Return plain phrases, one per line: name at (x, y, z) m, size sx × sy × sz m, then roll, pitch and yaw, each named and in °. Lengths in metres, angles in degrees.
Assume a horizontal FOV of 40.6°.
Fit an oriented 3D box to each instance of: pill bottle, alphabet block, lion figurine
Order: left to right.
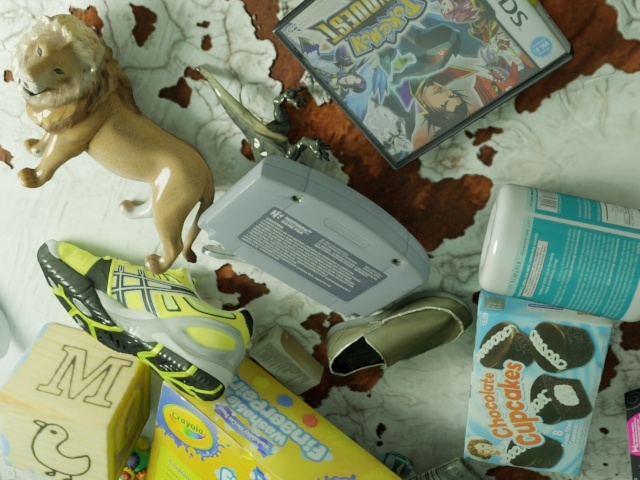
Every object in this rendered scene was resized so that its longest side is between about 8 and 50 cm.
alphabet block at (-0.416, 0.285, 1.487) m, size 0.197 × 0.193 × 0.192 m, roll 13°, pitch 129°, yaw 5°
lion figurine at (-0.267, -0.127, 1.200) m, size 0.392 × 0.142 × 0.240 m, roll 33°, pitch 121°, yaw -28°
pill bottle at (0.346, 0.021, 1.114) m, size 0.264 × 0.146 × 0.146 m, roll 13°, pitch 128°, yaw 7°

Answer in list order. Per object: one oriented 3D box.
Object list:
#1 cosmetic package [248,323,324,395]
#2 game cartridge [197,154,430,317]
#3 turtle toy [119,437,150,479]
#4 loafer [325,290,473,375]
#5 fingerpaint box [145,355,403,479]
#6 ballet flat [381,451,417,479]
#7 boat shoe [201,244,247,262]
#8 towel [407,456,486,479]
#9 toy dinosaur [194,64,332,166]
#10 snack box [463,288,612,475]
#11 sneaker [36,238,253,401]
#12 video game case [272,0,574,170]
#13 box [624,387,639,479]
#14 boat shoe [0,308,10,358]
cosmetic package at (-0.055, 0.197, 1.418) m, size 0.060 × 0.041 × 0.115 m, roll -32°, pitch 112°, yaw 32°
game cartridge at (0.000, 0.000, 1.207) m, size 0.294 × 0.060 × 0.196 m, roll 32°, pitch 141°, yaw -23°
turtle toy at (-0.371, 0.416, 1.649) m, size 0.095 × 0.066 × 0.130 m, roll -17°, pitch 120°, yaw 25°
loafer at (0.115, 0.154, 1.311) m, size 0.251 × 0.087 × 0.094 m, roll -24°, pitch 116°, yaw 29°
fingerpaint box at (-0.075, 0.449, 1.410) m, size 0.445 × 0.163 × 0.371 m, roll 33°, pitch 128°, yaw 25°
ballet flat at (0.148, 0.455, 1.534) m, size 0.070 × 0.070 × 0.188 m, roll 0°, pitch 127°, yaw 15°
boat shoe at (-0.132, 0.011, 1.312) m, size 0.100 × 0.035 × 0.035 m, roll 8°, pitch 100°, yaw 14°
towel at (0.209, 0.512, 1.527) m, size 0.312 × 0.056 × 0.324 m, roll -35°, pitch 124°, yaw 21°
toy dinosaur at (-0.055, -0.139, 1.163) m, size 0.118 × 0.064 × 0.268 m, roll -20°, pitch 115°, yaw 35°
snack box at (0.324, 0.223, 1.323) m, size 0.187 × 0.060 × 0.322 m, roll 6°, pitch 127°, yaw 12°
sneaker at (-0.277, 0.101, 1.361) m, size 0.384 × 0.147 × 0.145 m, roll 31°, pitch 152°, yaw 13°
video game case at (0.121, -0.244, 1.051) m, size 0.275 × 0.035 × 0.248 m, roll -32°, pitch 112°, yaw 32°
box at (0.542, 0.323, 1.218) m, size 0.163 × 0.247 × 0.142 m, roll -26°, pitch 117°, yaw 30°
boat shoe at (-0.605, 0.129, 1.508) m, size 0.063 × 0.066 × 0.184 m, roll 4°, pitch 130°, yaw 30°
